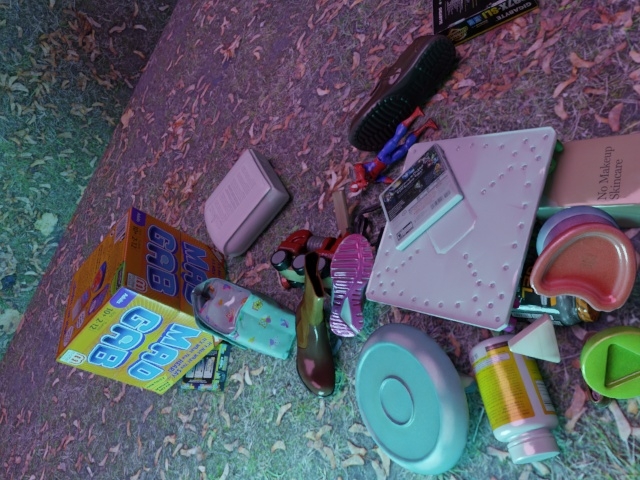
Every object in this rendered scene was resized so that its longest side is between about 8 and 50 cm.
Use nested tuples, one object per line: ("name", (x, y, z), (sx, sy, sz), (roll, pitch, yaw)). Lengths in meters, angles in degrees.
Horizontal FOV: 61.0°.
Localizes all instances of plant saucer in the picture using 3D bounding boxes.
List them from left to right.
("plant saucer", (0.170, 0.333, 1.137), (0.317, 0.043, 0.318), (10, 102, 53))

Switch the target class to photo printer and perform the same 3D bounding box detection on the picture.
("photo printer", (-0.260, -0.114, 1.790), (0.307, 0.107, 0.256), (-49, 46, 17))

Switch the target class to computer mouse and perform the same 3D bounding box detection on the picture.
("computer mouse", (0.187, -0.025, 1.368), (0.262, 0.060, 0.184), (-23, 53, 41))

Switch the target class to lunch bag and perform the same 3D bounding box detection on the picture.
("lunch bag", (-0.222, 0.213, 1.524), (0.262, 0.223, 0.160), (11, 72, 46))

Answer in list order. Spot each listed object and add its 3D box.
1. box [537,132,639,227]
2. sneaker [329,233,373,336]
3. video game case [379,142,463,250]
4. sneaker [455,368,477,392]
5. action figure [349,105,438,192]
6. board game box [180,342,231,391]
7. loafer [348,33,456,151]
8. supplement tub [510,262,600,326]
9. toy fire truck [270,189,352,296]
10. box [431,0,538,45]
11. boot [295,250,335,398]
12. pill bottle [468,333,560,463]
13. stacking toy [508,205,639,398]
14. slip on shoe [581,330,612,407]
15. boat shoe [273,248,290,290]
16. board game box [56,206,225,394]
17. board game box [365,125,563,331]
("box", (0.560, -0.106, 0.995), (0.311, 0.121, 0.148), (-1, 71, 43))
("sneaker", (0.069, 0.101, 1.339), (0.111, 0.102, 0.252), (-79, -2, -76))
("video game case", (0.217, -0.098, 1.209), (0.190, 0.022, 0.173), (-45, 39, 32))
("sneaker", (0.231, 0.268, 1.169), (0.228, 0.087, 0.092), (9, 79, 44))
("action figure", (0.185, -0.203, 1.413), (0.280, 0.091, 0.139), (-41, 36, 23))
("board game box", (-0.359, 0.397, 1.701), (0.170, 0.048, 0.141), (-10, 63, 41))
("loafer", (0.209, -0.398, 1.473), (0.366, 0.133, 0.130), (-46, 35, 13))
("supplement tub", (0.423, 0.101, 1.038), (0.190, 0.117, 0.117), (-2, 71, 43))
("toy fire truck", (0.000, 0.000, 1.486), (0.217, 0.158, 0.246), (8, 58, 40))
("box", (0.419, -0.696, 1.426), (0.257, 0.079, 0.322), (-15, 62, 37))
("boot", (-0.001, 0.208, 1.312), (0.280, 0.096, 0.264), (100, 168, -49))
("pill bottle", (0.362, 0.293, 1.010), (0.117, 0.117, 0.215), (-32, 52, 30))
("stacking toy", (0.479, 0.096, 0.914), (0.130, 0.308, 0.280), (-67, 0, -65))
("slip on shoe", (0.491, 0.227, 0.971), (0.051, 0.041, 0.135), (-8, 67, 42))
("boat shoe", (-0.116, 0.084, 1.611), (0.043, 0.049, 0.137), (-43, 53, 25))
("board game box", (-0.541, 0.193, 1.699), (0.356, 0.356, 0.357), (-42, 37, 22))
("board game box", (0.283, -0.030, 1.138), (0.390, 0.050, 0.390), (6, 76, 56))
